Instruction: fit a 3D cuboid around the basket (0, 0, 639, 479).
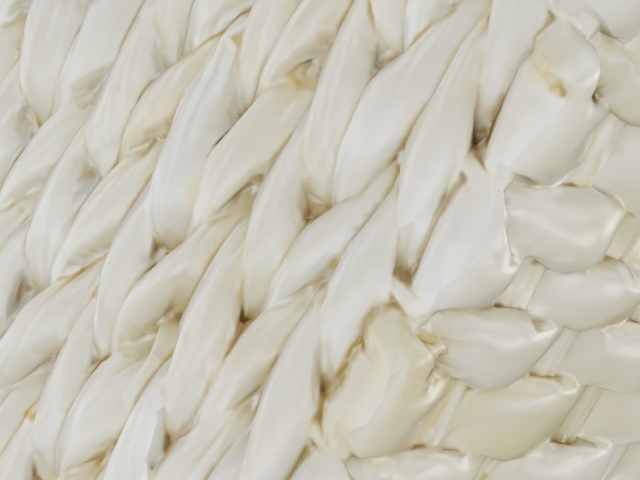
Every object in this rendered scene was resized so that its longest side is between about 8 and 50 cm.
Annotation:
[{"bbox_3d":[0.000,0.000,0.546,0.266,0.328,0.331,39,-164,31],"label":"basket"}]
